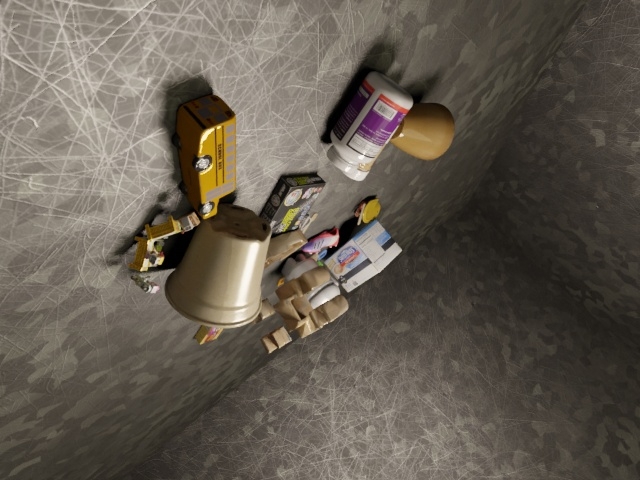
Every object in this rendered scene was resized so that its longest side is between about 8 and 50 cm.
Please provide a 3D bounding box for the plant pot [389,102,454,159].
[{"bbox_3d":[0.369,-0.453,1.744,0.254,0.237,0.237,-4,139,-41],"label":"plant pot"}]

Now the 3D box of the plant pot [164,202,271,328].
[{"bbox_3d":[-0.311,0.060,1.417,0.333,0.333,0.306,-15,135,-51],"label":"plant pot"}]

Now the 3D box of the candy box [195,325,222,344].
[{"bbox_3d":[-0.513,0.411,2.073,0.187,0.053,0.109,-51,158,26],"label":"candy box"}]

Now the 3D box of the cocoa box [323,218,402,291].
[{"bbox_3d":[0.226,0.087,2.384,0.231,0.228,0.347,-38,177,-36],"label":"cocoa box"}]

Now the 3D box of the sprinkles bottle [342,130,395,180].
[{"bbox_3d":[0.204,-0.400,1.650,0.121,0.121,0.355,-17,148,-49],"label":"sprinkles bottle"}]

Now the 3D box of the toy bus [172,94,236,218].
[{"bbox_3d":[-0.299,-0.206,1.137,0.130,0.108,0.333,-33,158,-28],"label":"toy bus"}]

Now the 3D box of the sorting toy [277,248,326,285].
[{"bbox_3d":[-0.089,0.174,2.381,0.347,0.047,0.196,-31,157,-27],"label":"sorting toy"}]

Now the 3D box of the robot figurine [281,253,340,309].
[{"bbox_3d":[-0.042,0.230,2.135,0.299,0.353,0.200,-23,152,-41],"label":"robot figurine"}]

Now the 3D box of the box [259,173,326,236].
[{"bbox_3d":[-0.121,-0.132,1.679,0.216,0.060,0.270,-17,148,-52],"label":"box"}]

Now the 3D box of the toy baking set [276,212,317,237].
[{"bbox_3d":[-0.113,-0.025,1.956,0.256,0.030,0.197,-30,157,-30],"label":"toy baking set"}]

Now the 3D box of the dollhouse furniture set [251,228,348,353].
[{"bbox_3d":[-0.111,0.184,1.735,0.362,0.394,0.256,-35,173,34],"label":"dollhouse furniture set"}]

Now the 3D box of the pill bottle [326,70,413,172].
[{"bbox_3d":[0.156,-0.396,1.482,0.181,0.181,0.323,-12,145,-54],"label":"pill bottle"}]

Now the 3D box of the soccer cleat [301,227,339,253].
[{"bbox_3d":[0.000,0.000,2.176,0.248,0.083,0.095,-15,118,-43],"label":"soccer cleat"}]

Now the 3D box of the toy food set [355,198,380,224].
[{"bbox_3d":[0.238,-0.165,2.287,0.217,0.071,0.128,-17,125,-53],"label":"toy food set"}]

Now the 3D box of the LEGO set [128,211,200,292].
[{"bbox_3d":[-0.457,0.011,1.277,0.287,0.132,0.107,-53,167,10],"label":"LEGO set"}]
